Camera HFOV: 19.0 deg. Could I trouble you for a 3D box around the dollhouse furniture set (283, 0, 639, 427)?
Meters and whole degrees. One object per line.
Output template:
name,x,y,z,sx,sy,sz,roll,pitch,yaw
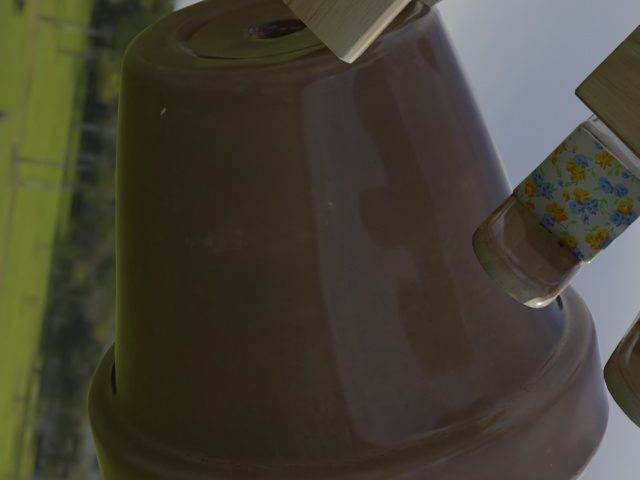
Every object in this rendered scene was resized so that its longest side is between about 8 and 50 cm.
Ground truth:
dollhouse furniture set,0.126,-0.063,0.707,0.212,0.242,0.161,-46,177,29

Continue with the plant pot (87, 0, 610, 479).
plant pot,0.000,0.000,0.927,0.263,0.263,0.229,-99,179,-67
